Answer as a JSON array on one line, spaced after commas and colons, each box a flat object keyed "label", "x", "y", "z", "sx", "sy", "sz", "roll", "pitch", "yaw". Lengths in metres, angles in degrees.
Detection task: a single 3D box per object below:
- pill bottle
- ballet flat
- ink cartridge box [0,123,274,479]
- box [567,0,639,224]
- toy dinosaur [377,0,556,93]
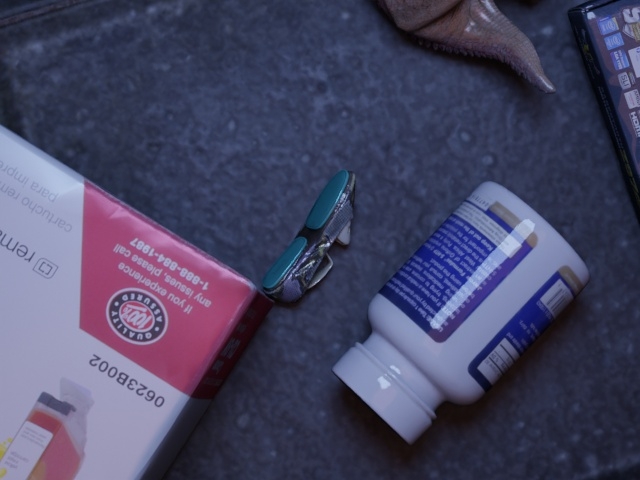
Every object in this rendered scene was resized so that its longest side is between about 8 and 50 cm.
[{"label": "pill bottle", "x": 0.101, "y": 0.057, "z": 1.477, "sx": 0.112, "sy": 0.112, "sz": 0.186, "roll": 44, "pitch": 87, "yaw": 0}, {"label": "ballet flat", "x": 0.000, "y": 0.000, "z": 1.517, "sx": 0.041, "sy": 0.041, "sz": 0.114, "roll": 35, "pitch": 87, "yaw": 0}, {"label": "ink cartridge box", "x": -0.253, "y": 0.128, "z": 1.429, "sx": 0.279, "sy": 0.160, "sz": 0.384, "roll": 32, "pitch": 88, "yaw": 3}, {"label": "box", "x": 0.313, "y": -0.099, "z": 1.505, "sx": 0.183, "sy": 0.059, "sz": 0.232, "roll": -20, "pitch": 97, "yaw": -4}, {"label": "toy dinosaur", "x": 0.065, "y": -0.227, "z": 1.489, "sx": 0.200, "sy": 0.127, "sz": 0.295, "roll": -26, "pitch": 101, "yaw": 4}]
